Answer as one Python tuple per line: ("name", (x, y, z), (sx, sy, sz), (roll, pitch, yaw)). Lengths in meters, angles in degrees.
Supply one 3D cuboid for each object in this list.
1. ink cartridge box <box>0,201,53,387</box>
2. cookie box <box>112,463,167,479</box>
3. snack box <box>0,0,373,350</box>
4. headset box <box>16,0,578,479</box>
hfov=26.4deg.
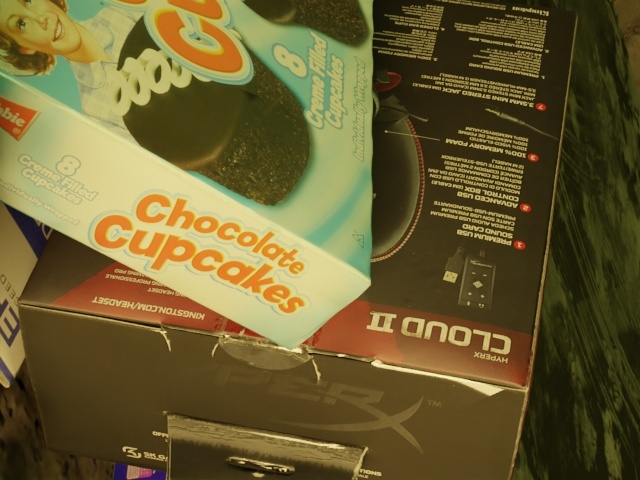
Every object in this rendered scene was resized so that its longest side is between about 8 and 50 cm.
("ink cartridge box", (-0.182, -0.140, 0.635), (0.307, 0.072, 0.303), (-69, 142, -48))
("cookie box", (-0.072, 0.135, 0.775), (0.107, 0.040, 0.092), (45, 40, -50))
("snack box", (-0.065, -0.122, 0.593), (0.187, 0.060, 0.322), (29, 39, -24))
("headset box", (0.000, 0.000, 0.659), (0.110, 0.218, 0.293), (91, 10, -45))
